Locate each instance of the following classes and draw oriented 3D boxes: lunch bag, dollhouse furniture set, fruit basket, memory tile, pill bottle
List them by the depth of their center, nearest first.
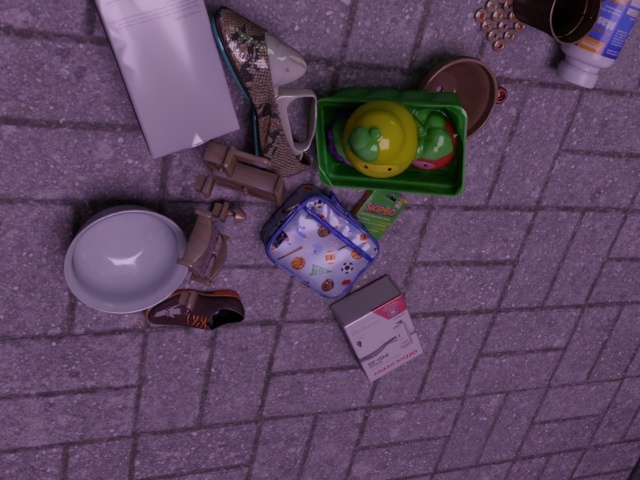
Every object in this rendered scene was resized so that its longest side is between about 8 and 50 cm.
[{"bbox_3d":[0.158,-0.223,1.747,0.392,0.392,0.283,-16,127,-15],"label":"fruit basket"},{"bbox_3d":[-0.220,-0.005,1.758,0.173,0.303,0.356,17,77,5],"label":"dollhouse furniture set"},{"bbox_3d":[0.473,-0.576,1.943,0.113,0.012,0.148,-42,128,6],"label":"memory tile"},{"bbox_3d":[0.742,-0.556,1.991,0.152,0.152,0.272,6,118,-28],"label":"pill bottle"},{"bbox_3d":[0.000,0.000,2.021,0.303,0.115,0.243,38,102,-28],"label":"lunch bag"}]

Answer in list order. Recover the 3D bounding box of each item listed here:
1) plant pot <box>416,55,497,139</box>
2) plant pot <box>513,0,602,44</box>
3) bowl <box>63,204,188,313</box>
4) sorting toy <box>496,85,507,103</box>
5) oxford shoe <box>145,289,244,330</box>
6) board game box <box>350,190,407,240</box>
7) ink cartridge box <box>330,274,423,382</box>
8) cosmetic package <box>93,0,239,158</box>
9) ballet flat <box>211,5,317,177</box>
[{"bbox_3d":[0.336,-0.380,1.948,0.237,0.110,0.237,-12,127,-17],"label":"plant pot"},{"bbox_3d":[0.588,-0.596,1.877,0.167,0.165,0.167,-15,122,-24],"label":"plant pot"},{"bbox_3d":[-0.480,0.024,1.821,0.297,0.134,0.298,-12,125,-18],"label":"bowl"},{"bbox_3d":[0.465,-0.392,2.050,0.102,0.042,0.061,-11,111,-4],"label":"sorting toy"},{"bbox_3d":[-0.338,0.196,2.023,0.271,0.098,0.097,-7,124,-21],"label":"oxford shoe"},{"bbox_3d":[0.127,-0.040,2.124,0.124,0.039,0.259,28,109,-35],"label":"board game box"},{"bbox_3d":[0.181,0.277,2.308,0.207,0.117,0.283,-29,129,-5],"label":"ink cartridge box"},{"bbox_3d":[-0.333,-0.395,1.600,0.217,0.156,0.385,-20,129,-12],"label":"cosmetic package"},{"bbox_3d":[-0.103,-0.336,1.705,0.182,0.164,0.483,-9,138,5],"label":"ballet flat"}]
